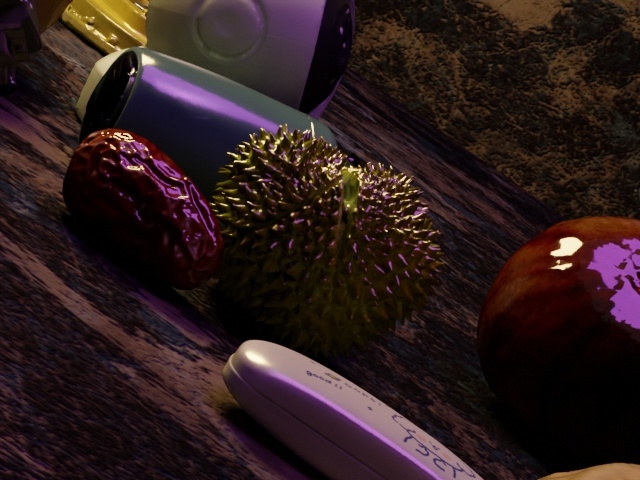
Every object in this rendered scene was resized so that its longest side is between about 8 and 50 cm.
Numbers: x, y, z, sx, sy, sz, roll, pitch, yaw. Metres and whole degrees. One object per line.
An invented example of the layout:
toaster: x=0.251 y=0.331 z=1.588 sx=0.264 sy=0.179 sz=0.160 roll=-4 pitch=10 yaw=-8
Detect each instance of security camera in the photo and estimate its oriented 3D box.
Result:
security camera: x=-0.072 y=-0.160 z=1.658 sx=0.194 sy=0.236 sz=0.194 roll=32 pitch=8 yaw=-5

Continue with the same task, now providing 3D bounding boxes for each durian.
durian: x=-0.010 y=0.001 z=1.372 sx=0.159 sy=0.146 sz=0.198 roll=23 pitch=1 yaw=-38

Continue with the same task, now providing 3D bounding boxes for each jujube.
jujube: x=-0.117 y=-0.020 z=1.318 sx=0.129 sy=0.077 sz=0.077 roll=43 pitch=13 yaw=21

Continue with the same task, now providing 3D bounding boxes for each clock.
clock: x=-0.183 y=-0.218 z=2.093 sx=0.237 sy=0.057 sz=0.237 roll=34 pitch=9 yaw=-6

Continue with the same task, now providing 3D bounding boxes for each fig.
fig: x=0.244 y=0.094 z=1.606 sx=0.235 sy=0.214 sz=0.235 roll=28 pitch=38 yaw=-24

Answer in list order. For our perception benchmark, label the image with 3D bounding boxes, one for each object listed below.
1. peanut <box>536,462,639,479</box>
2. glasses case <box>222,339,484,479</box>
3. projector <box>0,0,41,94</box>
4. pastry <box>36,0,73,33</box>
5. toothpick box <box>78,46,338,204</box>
peanut: x=0.167 y=0.192 z=1.019 sx=0.149 sy=0.149 sz=0.313 roll=41 pitch=9 yaw=34
glasses case: x=0.029 y=0.123 z=1.163 sx=0.197 sy=0.049 sz=0.076 roll=34 pitch=10 yaw=3
projector: x=-0.269 y=-0.139 z=1.124 sx=0.193 sy=0.088 sz=0.269 roll=-8 pitch=-7 yaw=0
pastry: x=-0.287 y=-0.285 z=1.552 sx=0.284 sy=0.184 sz=0.315 roll=57 pitch=12 yaw=3
toothpick box: x=-0.089 y=-0.071 z=1.511 sx=0.184 sy=0.120 sz=0.120 roll=27 pitch=12 yaw=-24
